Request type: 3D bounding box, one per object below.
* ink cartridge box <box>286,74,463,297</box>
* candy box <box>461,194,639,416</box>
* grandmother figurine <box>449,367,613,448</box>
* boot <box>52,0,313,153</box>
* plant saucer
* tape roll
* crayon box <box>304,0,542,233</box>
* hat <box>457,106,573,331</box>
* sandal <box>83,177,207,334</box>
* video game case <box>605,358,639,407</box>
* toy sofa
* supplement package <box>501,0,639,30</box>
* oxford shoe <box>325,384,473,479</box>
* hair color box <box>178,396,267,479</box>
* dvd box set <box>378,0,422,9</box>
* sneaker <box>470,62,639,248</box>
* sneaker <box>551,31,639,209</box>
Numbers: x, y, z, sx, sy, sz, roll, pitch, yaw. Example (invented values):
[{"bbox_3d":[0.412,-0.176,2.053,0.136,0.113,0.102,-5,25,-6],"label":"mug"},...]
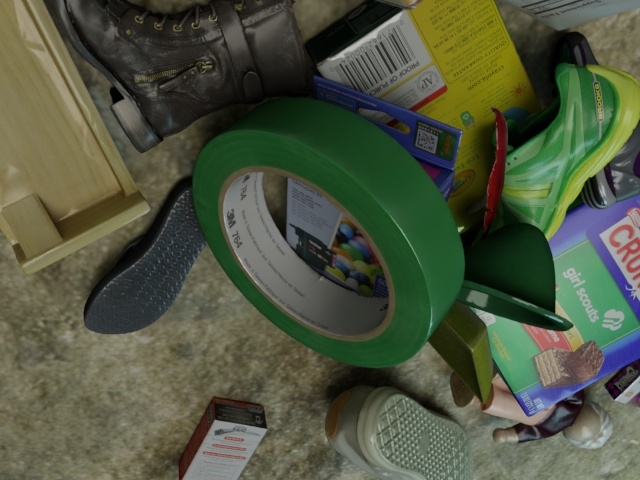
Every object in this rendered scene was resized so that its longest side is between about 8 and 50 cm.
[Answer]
[{"bbox_3d":[0.048,-0.027,0.797,0.186,0.065,0.311,27,139,19],"label":"ink cartridge box"},{"bbox_3d":[0.369,0.063,0.972,0.317,0.122,0.268,-31,109,6],"label":"candy box"},{"bbox_3d":[0.391,0.299,1.198,0.343,0.104,0.207,24,124,-25],"label":"grandmother figurine"},{"bbox_3d":[-0.138,-0.230,0.703,0.229,0.091,0.262,-25,131,-3],"label":"boot"},{"bbox_3d":[0.179,0.117,0.941,0.045,0.188,0.188,-35,142,-7],"label":"plant saucer"},{"bbox_3d":[0.000,0.000,0.748,0.077,0.321,0.321,-45,137,-36],"label":"tape roll"},{"bbox_3d":[0.150,-0.159,0.819,0.202,0.081,0.318,-32,126,9],"label":"crayon box"},{"bbox_3d":[0.233,-0.010,0.773,0.173,0.208,0.183,20,83,7],"label":"hat"},{"bbox_3d":[-0.215,0.024,0.879,0.254,0.054,0.097,-49,130,8],"label":"sandal"},{"bbox_3d":[0.695,0.246,1.273,0.232,0.041,0.210,20,119,-26],"label":"video game case"},{"bbox_3d":[-0.325,-0.163,0.664,0.150,0.177,0.362,-31,128,-17],"label":"toy sofa"},{"bbox_3d":[0.208,-0.344,0.590,0.263,0.198,0.199,15,89,-24],"label":"supplement package"},{"bbox_3d":[0.153,0.369,1.174,0.130,0.169,0.449,0,148,38],"label":"oxford shoe"},{"bbox_3d":[-0.164,0.341,1.107,0.093,0.053,0.167,17,120,-23],"label":"hair color box"},{"bbox_3d":[-0.086,-0.370,0.470,0.062,0.307,0.420,-42,124,2],"label":"dvd box set"},{"bbox_3d":[0.250,-0.085,0.797,0.124,0.109,0.295,24,127,-1],"label":"sneaker"},{"bbox_3d":[0.359,-0.156,0.841,0.098,0.083,0.223,-14,98,-1],"label":"sneaker"}]
